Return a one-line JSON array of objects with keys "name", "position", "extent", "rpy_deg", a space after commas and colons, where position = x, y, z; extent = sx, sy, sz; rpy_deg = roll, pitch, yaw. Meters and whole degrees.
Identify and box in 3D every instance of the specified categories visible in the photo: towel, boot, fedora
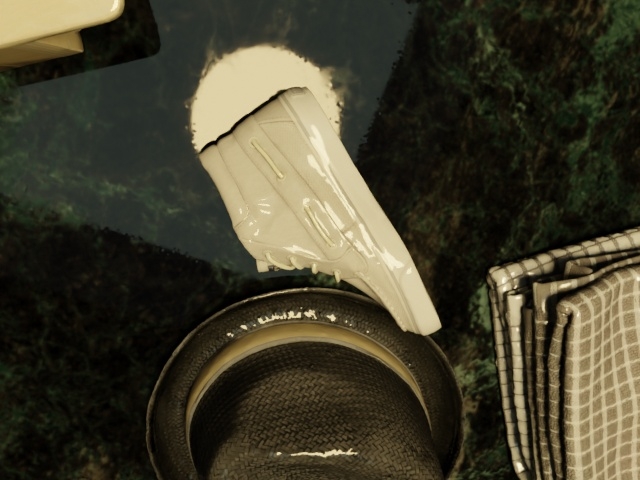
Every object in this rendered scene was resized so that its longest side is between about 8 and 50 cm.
[{"name": "towel", "position": [0.320, 0.137, 0.574], "extent": [0.235, 0.121, 0.283], "rpy_deg": [-13, 106, -9]}, {"name": "boot", "position": [0.000, 0.000, 0.502], "extent": [0.124, 0.095, 0.258], "rpy_deg": [-32, 99, 4]}, {"name": "fedora", "position": [0.003, 0.208, 0.512], "extent": [0.335, 0.152, 0.333], "rpy_deg": [-3, 104, -11]}]

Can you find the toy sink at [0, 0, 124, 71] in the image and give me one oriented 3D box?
[{"name": "toy sink", "position": [-0.256, -0.196, 0.374], "extent": [0.234, 0.131, 0.152], "rpy_deg": [-16, 106, -2]}]
